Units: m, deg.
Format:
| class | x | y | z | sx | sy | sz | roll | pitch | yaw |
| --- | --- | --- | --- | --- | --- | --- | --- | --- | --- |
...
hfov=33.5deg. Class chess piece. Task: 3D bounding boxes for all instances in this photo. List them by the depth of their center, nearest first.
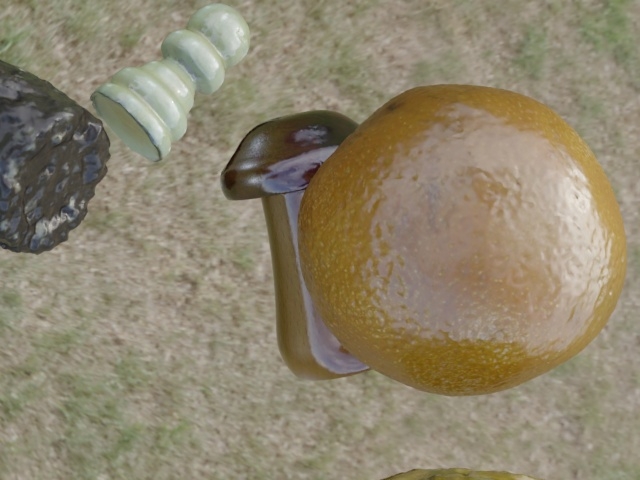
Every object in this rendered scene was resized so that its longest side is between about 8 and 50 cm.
| class | x | y | z | sx | sy | sz | roll | pitch | yaw |
| --- | --- | --- | --- | --- | --- | --- | --- | --- | --- |
| chess piece | -0.194 | -0.238 | 1.510 | 0.133 | 0.133 | 0.243 | 48 | 70 | -18 |

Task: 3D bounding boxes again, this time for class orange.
| class | x | y | z | sx | sy | sz | roll | pitch | yaw |
| --- | --- | --- | --- | --- | --- | --- | --- | --- | --- |
| orange | 0.115 | 0.003 | 0.853 | 0.264 | 0.264 | 0.264 | 0 | 90 | -25 |

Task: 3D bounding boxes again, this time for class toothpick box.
| class | x | y | z | sx | sy | sz | roll | pitch | yaw |
| --- | --- | --- | --- | --- | --- | --- | --- | --- | --- |
| toothpick box | 0.000 | 0.000 | 1.209 | 0.192 | 0.192 | 0.294 | -16 | 97 | -24 |

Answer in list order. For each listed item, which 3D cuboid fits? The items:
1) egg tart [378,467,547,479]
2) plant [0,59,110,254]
| class | x | y | z | sx | sy | sz | roll | pitch | yaw |
| --- | --- | --- | --- | --- | --- | --- | --- | --- | --- |
| egg tart | 0.144 | 0.314 | 0.771 | 0.340 | 0.153 | 0.351 | -11 | 58 | -16 |
| plant | -0.439 | -0.135 | 1.349 | 0.312 | 0.213 | 0.215 | 32 | 93 | 17 |
